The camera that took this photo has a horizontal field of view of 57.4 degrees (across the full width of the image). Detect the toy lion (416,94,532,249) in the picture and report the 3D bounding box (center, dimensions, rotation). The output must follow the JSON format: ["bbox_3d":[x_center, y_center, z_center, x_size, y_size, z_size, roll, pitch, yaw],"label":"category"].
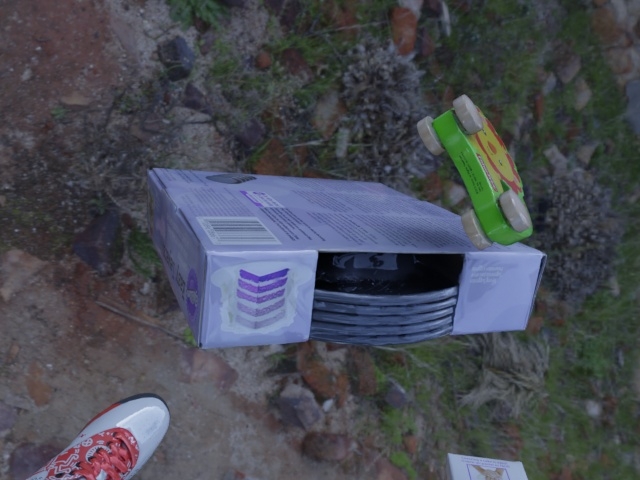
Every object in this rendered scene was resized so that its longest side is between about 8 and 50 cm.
[{"bbox_3d":[0.104,-0.044,0.362,0.096,0.034,0.100,4,61,-56],"label":"toy lion"}]

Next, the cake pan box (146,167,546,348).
[{"bbox_3d":[0.000,0.000,0.471,0.246,0.267,0.070,-1,107,-24],"label":"cake pan box"}]

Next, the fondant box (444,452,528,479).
[{"bbox_3d":[0.175,0.413,0.575,0.330,0.096,0.238,-77,170,-73],"label":"fondant box"}]

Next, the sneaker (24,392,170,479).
[{"bbox_3d":[-0.257,0.273,0.637,0.270,0.145,0.090,-30,105,-35],"label":"sneaker"}]
